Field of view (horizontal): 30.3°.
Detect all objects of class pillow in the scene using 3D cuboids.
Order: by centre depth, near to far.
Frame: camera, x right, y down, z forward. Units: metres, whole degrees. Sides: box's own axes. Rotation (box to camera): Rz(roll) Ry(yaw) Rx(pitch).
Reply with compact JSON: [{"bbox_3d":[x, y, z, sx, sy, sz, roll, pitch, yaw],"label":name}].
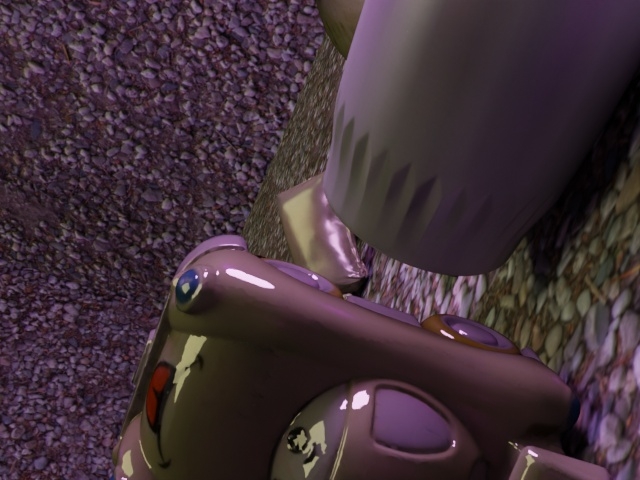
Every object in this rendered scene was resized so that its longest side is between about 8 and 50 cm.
[{"bbox_3d":[0.000,0.000,1.866,0.119,0.053,0.208,-25,72,22],"label":"pillow"}]

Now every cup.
[{"bbox_3d":[0.151,-0.171,1.065,0.253,0.253,0.372,-86,16,-56],"label":"cup"}]

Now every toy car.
[{"bbox_3d":[0.019,0.167,0.906,0.226,0.335,0.242,-110,40,-73],"label":"toy car"}]

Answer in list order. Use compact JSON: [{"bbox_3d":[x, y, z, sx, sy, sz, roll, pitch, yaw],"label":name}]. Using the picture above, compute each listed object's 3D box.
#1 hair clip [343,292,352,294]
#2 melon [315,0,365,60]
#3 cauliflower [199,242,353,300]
[{"bbox_3d":[0.029,0.088,1.892,0.173,0.049,0.049,-83,14,-46],"label":"hair clip"},{"bbox_3d":[0.120,-0.341,1.576,0.308,0.271,0.272,134,153,-62],"label":"melon"},{"bbox_3d":[-0.067,0.170,1.574,0.327,0.281,0.260,127,156,-45],"label":"cauliflower"}]
